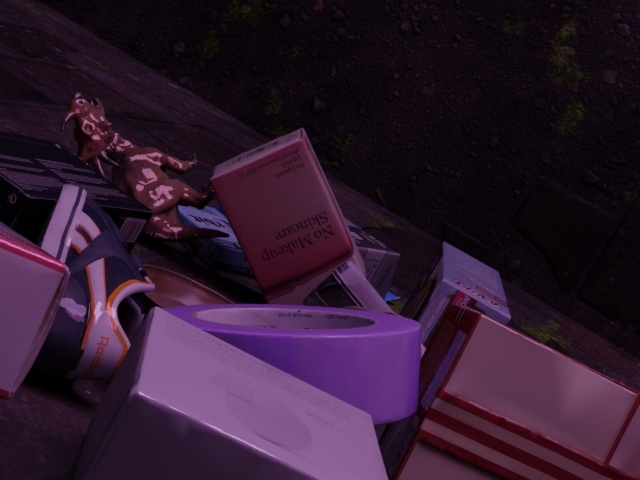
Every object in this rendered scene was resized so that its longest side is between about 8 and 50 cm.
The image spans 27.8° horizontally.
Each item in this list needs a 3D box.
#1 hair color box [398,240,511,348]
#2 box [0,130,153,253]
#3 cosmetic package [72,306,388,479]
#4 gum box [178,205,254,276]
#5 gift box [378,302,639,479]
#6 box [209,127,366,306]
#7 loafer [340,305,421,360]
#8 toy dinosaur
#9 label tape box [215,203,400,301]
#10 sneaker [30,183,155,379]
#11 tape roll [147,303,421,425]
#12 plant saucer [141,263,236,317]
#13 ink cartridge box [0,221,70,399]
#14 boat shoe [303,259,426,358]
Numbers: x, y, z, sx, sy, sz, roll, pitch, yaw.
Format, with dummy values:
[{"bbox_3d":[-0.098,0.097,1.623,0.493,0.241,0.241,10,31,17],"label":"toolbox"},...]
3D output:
[{"bbox_3d":[0.184,0.129,1.950,0.113,0.185,0.374,30,10,0],"label":"hair color box"},{"bbox_3d":[-0.355,-0.050,1.560,0.184,0.103,0.261,37,12,22],"label":"box"},{"bbox_3d":[-0.074,0.187,1.050,0.224,0.138,0.225,28,11,-9],"label":"cosmetic package"},{"bbox_3d":[-0.169,-0.007,2.055,0.184,0.041,0.157,37,12,35],"label":"gum box"},{"bbox_3d":[0.209,0.231,1.331,0.258,0.255,0.276,27,4,-3],"label":"gift box"},{"bbox_3d":[-0.045,-0.025,1.878,0.127,0.148,0.232,-93,158,-78],"label":"box"},{"bbox_3d":[0.048,0.128,1.505,0.092,0.102,0.268,-3,-6,-28],"label":"loafer"},{"bbox_3d":[-0.267,-0.072,1.903,0.200,0.127,0.296,5,38,-51],"label":"toy dinosaur"},{"bbox_3d":[0.000,0.000,2.304,0.249,0.115,0.347,34,12,25],"label":"label tape box"},{"bbox_3d":[-0.243,0.050,1.318,0.127,0.126,0.321,23,22,-13],"label":"sneaker"},{"bbox_3d":[-0.038,0.121,1.299,0.274,0.090,0.275,3,2,0],"label":"tape roll"},{"bbox_3d":[-0.156,0.093,1.597,0.198,0.036,0.198,28,10,-6],"label":"plant saucer"},{"bbox_3d":[-0.348,0.013,1.052,0.207,0.117,0.283,24,-3,-27],"label":"ink cartridge box"},{"bbox_3d":[0.097,0.173,1.712,0.306,0.105,0.113,50,1,1],"label":"boat shoe"}]
